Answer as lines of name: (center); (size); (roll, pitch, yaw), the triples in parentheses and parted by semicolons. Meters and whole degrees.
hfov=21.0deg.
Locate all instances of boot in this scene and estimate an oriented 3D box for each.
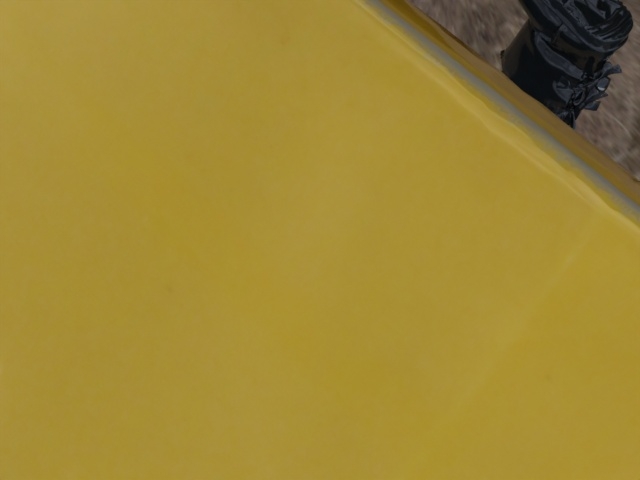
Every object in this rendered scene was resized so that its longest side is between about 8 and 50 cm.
boot: (0.128, -0.129, 1.012); (0.045, 0.099, 0.121); (-31, 73, -25)

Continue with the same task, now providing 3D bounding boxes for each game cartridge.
game cartridge: (-0.080, 0.035, 0.451); (0.324, 0.053, 0.285); (43, 107, 24)
